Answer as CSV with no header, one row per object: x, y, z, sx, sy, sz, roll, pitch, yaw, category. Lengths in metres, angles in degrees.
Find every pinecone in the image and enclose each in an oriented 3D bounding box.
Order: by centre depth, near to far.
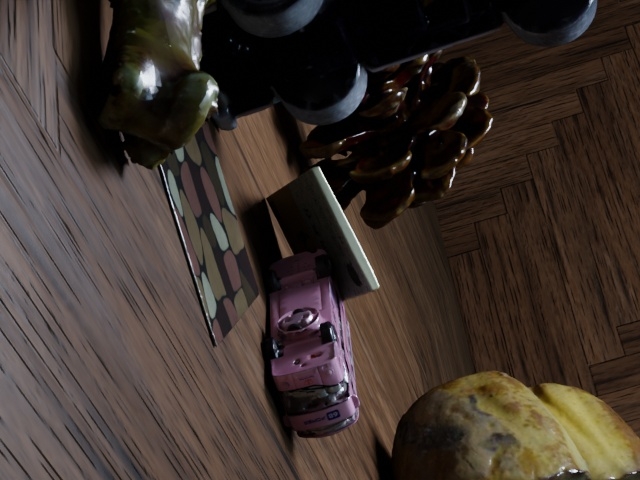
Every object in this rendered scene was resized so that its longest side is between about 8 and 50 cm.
0.058,-0.152,1.912,0.309,0.244,0.244,51,19,-31,pinecone

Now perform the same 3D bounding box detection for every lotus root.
0.215,0.260,1.899,0.316,0.316,0.250,64,2,-53,lotus root

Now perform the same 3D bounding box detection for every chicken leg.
-0.103,-0.204,1.177,0.211,0.140,0.361,91,9,-69,chicken leg

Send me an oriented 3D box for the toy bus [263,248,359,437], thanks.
-0.007,0.083,1.456,0.203,0.063,0.090,-94,166,-64,toy bus

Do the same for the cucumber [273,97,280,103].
-0.042,-0.153,1.547,0.064,0.112,0.064,53,21,-30,cucumber

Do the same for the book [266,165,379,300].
0.000,0.000,1.549,0.118,0.012,0.172,63,-16,0,book

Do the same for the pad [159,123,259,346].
-0.084,-0.015,1.314,0.235,0.003,0.158,-51,125,-81,pad

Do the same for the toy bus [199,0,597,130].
0.078,-0.280,1.411,0.209,0.440,0.249,56,17,-66,toy bus
